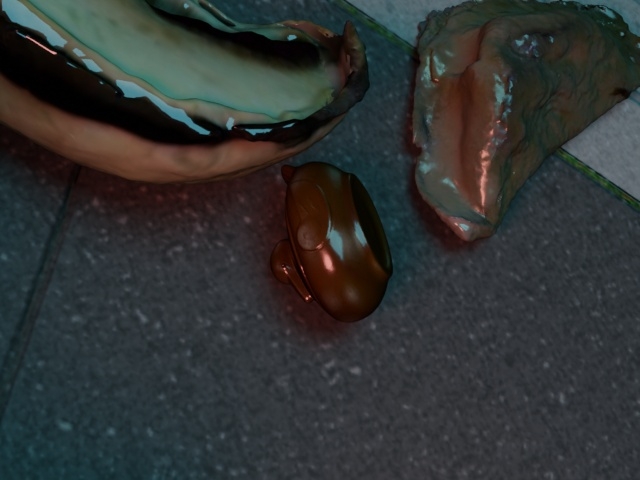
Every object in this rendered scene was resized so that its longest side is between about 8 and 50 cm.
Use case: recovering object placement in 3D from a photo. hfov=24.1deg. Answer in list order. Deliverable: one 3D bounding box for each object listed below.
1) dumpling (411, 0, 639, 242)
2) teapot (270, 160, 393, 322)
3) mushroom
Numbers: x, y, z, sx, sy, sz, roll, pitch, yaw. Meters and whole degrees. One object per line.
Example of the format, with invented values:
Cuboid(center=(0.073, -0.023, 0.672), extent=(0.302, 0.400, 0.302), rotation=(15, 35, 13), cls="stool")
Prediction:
Cuboid(center=(0.165, -0.142, 1.205), extent=(0.166, 0.086, 0.332), rotation=(49, 48, -2), cls="dumpling")
Cuboid(center=(0.000, 0.000, 1.046), extent=(0.098, 0.078, 0.129), rotation=(46, 25, -55), cls="teapot")
Cuboid(center=(-0.144, -0.150, 1.016), extent=(0.344, 0.130, 0.247), rotation=(25, 39, -17), cls="mushroom")
